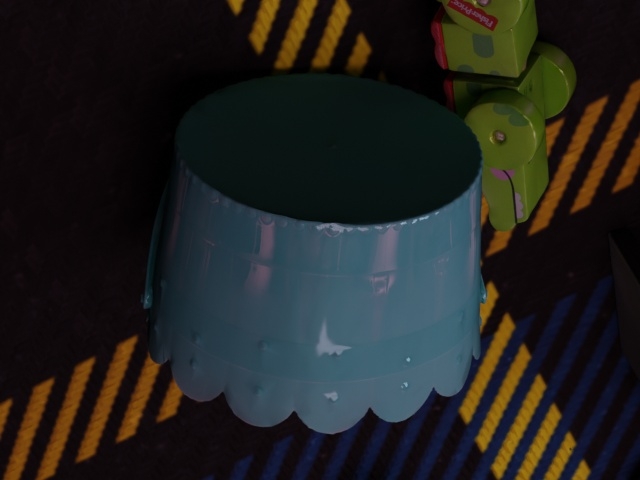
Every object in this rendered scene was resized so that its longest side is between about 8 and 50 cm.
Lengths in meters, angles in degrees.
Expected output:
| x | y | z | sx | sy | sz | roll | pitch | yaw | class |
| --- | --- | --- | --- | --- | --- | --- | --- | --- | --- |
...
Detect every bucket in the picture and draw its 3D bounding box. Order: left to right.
| x | y | z | sx | sy | sz | roll | pitch | yaw | class |
| --- | --- | --- | --- | --- | --- | --- | --- | --- | --- |
| 0.000 | 0.000 | 1.562 | 0.281 | 0.281 | 0.183 | -2 | 123 | -13 | bucket |

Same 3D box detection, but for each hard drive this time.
| x | y | z | sx | sy | sz | roll | pitch | yaw | class |
| --- | --- | --- | --- | --- | --- | --- | --- | --- | --- |
| 0.289 | 0.069 | 1.781 | 0.022 | 0.094 | 0.135 | -16 | 125 | -4 | hard drive |

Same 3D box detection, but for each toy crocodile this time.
| x | y | z | sx | sy | sz | roll | pitch | yaw | class |
| --- | --- | --- | --- | --- | --- | --- | --- | --- | --- |
| 0.135 | -0.162 | 1.581 | 0.105 | 0.115 | 0.340 | 7 | 130 | 23 | toy crocodile |

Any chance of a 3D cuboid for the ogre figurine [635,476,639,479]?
| x | y | z | sx | sy | sz | roll | pitch | yaw | class |
| --- | --- | --- | --- | --- | --- | --- | --- | --- | --- |
| 0.338 | 0.297 | 1.952 | 0.118 | 0.097 | 0.197 | 35 | 94 | -12 | ogre figurine |
